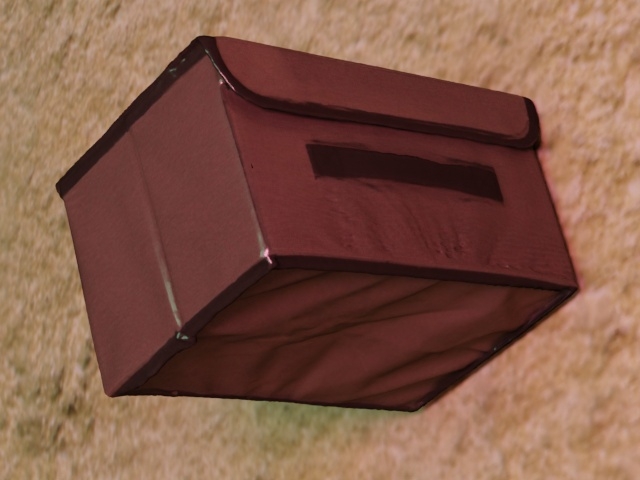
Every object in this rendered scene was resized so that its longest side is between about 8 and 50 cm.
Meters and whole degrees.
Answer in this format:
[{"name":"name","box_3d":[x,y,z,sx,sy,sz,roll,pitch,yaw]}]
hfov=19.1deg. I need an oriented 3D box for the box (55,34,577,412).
[{"name":"box","box_3d":[0.000,0.000,1.175,0.188,0.252,0.153,-40,54,41]}]
